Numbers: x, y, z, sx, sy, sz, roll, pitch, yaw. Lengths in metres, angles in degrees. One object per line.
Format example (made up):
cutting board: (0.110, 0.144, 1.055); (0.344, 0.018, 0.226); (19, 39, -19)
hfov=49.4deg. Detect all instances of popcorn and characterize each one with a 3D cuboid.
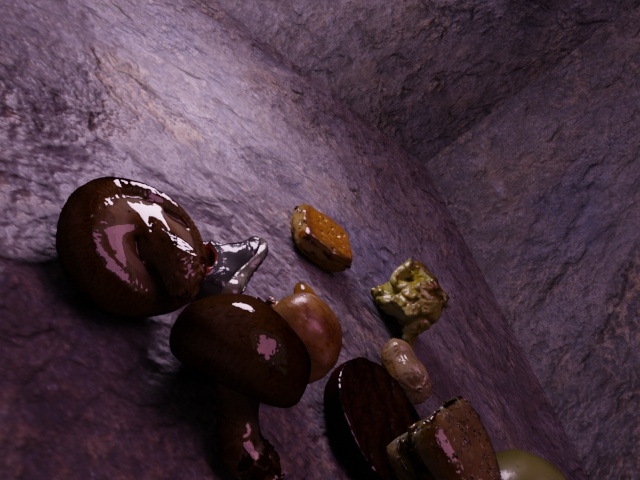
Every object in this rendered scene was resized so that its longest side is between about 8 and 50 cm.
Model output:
popcorn: (0.324, 0.211, 2.484); (0.293, 0.237, 0.293); (46, 20, -22)

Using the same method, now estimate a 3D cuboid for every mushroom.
mushroom: (-0.176, 0.293, 1.454); (0.334, 0.356, 0.331); (25, 8, -4)
mushroom: (-0.394, 0.017, 1.458); (0.345, 0.239, 0.345); (57, 2, -2)

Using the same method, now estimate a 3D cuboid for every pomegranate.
pomegranate: (-0.062, 0.239, 1.710); (0.248, 0.248, 0.248); (42, 25, -24)

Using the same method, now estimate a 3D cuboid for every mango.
mango: (-0.041, 0.194, 2.014); (0.102, 0.085, 0.184); (36, 18, -27)

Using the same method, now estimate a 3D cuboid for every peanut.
peanut: (0.268, 0.416, 2.218); (0.129, 0.129, 0.224); (18, 34, -54)

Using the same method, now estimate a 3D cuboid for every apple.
apple: (0.545, 0.761, 1.961); (0.357, 0.357, 0.357); (42, 25, -24)

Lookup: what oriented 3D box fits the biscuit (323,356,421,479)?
biscuit: (0.155, 0.518, 1.905); (0.407, 0.091, 0.407); (42, 28, -28)

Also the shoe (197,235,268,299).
shoe: (-0.255, 0.055, 1.774); (0.171, 0.132, 0.336); (39, 27, -7)

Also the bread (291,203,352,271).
bread: (0.000, 0.000, 2.361); (0.235, 0.099, 0.210); (33, 27, -27)

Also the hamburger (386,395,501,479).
hamburger: (0.337, 0.579, 1.825); (0.318, 0.195, 0.276); (-7, 63, -60)
